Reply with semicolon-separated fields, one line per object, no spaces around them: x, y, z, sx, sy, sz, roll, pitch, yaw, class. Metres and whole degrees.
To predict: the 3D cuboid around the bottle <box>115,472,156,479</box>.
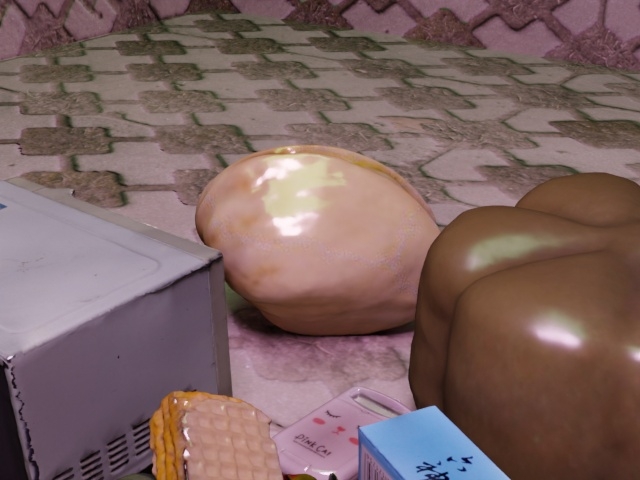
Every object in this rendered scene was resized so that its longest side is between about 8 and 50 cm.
-0.211;0.286;0.671;0.156;0.143;0.271;-12;12;47;bottle

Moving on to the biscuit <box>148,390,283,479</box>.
-0.055;0.269;0.629;0.094;0.054;0.379;17;40;-32;biscuit

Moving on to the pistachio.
0.000;0.000;1.160;0.321;0.238;0.229;16;29;-11;pistachio

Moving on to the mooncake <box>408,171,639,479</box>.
0.315;0.101;0.910;0.467;0.262;0.467;-3;25;1;mooncake

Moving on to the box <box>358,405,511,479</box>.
0.114;0.254;0.723;0.083;0.143;0.232;-13;27;-24;box

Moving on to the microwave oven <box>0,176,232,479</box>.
-0.307;0.103;0.969;0.355;0.218;0.286;18;33;34;microwave oven

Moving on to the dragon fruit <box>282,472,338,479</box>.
-0.019;0.250;0.795;0.138;0.175;0.142;-31;68;-31;dragon fruit

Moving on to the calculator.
0.027;0.204;0.960;0.100;0.032;0.175;21;32;38;calculator
